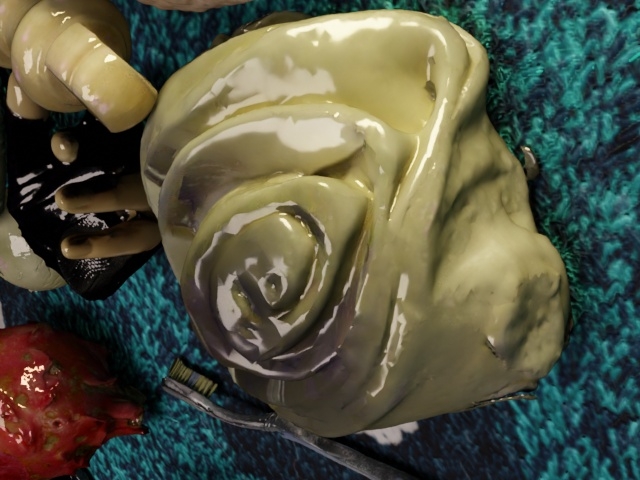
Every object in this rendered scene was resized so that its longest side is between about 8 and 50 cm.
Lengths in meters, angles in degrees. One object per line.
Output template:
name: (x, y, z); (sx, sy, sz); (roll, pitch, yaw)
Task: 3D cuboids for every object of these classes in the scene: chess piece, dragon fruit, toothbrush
chess piece: (-0.251, -0.196, 0.957); (0.397, 0.117, 0.117); (38, 139, 43)
dragon fruit: (-0.335, 0.190, 1.324); (0.268, 0.210, 0.205); (2, 151, -1)
toothbrush: (-0.007, 0.209, 1.161); (0.414, 0.042, 0.035); (20, 165, 31)

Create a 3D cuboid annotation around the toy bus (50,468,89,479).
toy bus: (-0.388, 0.329, 1.545); (0.184, 0.090, 0.106); (54, 139, 2)

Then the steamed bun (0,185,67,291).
steamed bun: (-0.324, 0.000, 1.261); (0.113, 0.091, 0.129); (-15, 106, 45)

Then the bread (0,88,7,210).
bread: (-0.387, -0.138, 1.204); (0.267, 0.041, 0.266); (28, 123, 53)

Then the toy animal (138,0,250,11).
toy animal: (-0.149, -0.306, 0.826); (0.358, 0.188, 0.226); (52, 133, 3)

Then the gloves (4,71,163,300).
gloves: (-0.227, -0.065, 1.080); (0.197, 0.152, 0.301); (42, 163, 3)

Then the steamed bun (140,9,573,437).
steamed bun: (0.000, 0.000, 0.861); (0.394, 0.237, 0.346); (36, 135, 19)
